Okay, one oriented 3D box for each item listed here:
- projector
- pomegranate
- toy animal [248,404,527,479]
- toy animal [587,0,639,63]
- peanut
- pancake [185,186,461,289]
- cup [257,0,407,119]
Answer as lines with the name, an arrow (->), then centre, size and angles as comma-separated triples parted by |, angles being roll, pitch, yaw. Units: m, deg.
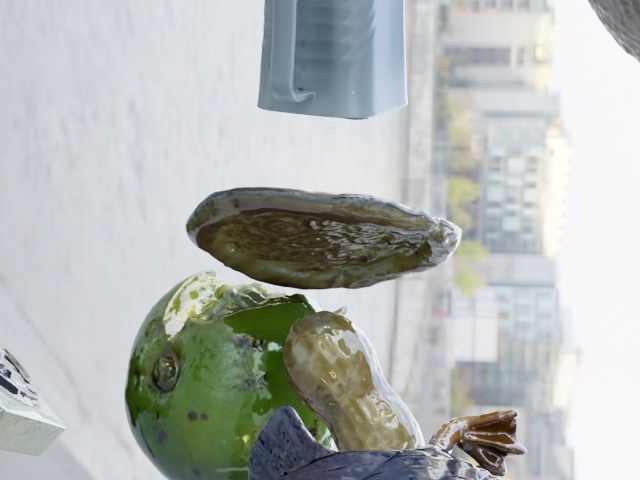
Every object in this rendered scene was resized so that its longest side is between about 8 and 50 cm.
projector -> -0.381, 0.103, 1.338 | 0.079, 0.257, 0.259 | -46, 169, -7
pomegranate -> -0.058, 0.145, 1.359 | 0.301, 0.236, 0.236 | -2, 93, -53
toy animal -> 0.092, 0.194, 0.928 | 0.185, 0.298, 0.122 | -77, 180, -65
toy animal -> 0.358, -0.277, 1.341 | 0.226, 0.188, 0.358 | 24, 36, -46
peanut -> 0.032, 0.148, 1.192 | 0.193, 0.089, 0.089 | 60, 10, -9
pancake -> 0.000, -0.001, 1.202 | 0.250, 0.250, 0.031 | 78, 15, -71
cup -> 0.002, -0.148, 0.933 | 0.128, 0.095, 0.130 | -25, 119, -58
